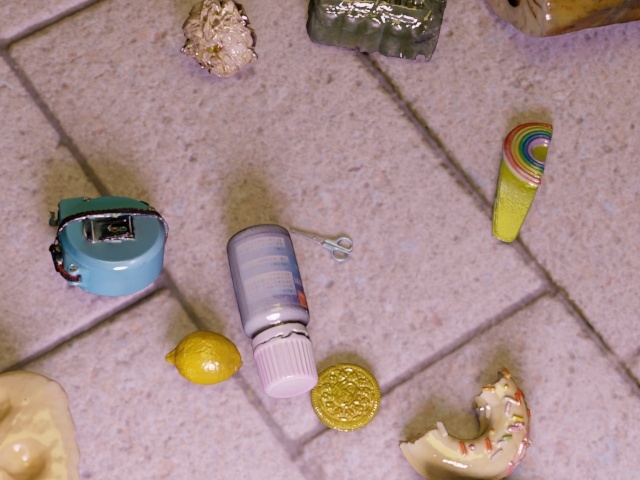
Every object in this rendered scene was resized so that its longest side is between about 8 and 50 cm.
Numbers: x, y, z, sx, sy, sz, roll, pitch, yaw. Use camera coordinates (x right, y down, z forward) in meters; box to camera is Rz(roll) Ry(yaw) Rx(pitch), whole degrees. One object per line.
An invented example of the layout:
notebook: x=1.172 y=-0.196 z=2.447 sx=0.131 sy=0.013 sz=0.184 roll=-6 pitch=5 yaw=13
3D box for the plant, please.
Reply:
plant: x=-0.126 y=-0.278 z=2.117 sx=0.104 sy=0.116 sz=0.122 roll=15 pitch=40 yaw=-13

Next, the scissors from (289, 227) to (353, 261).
scissors: x=0.000 y=0.000 z=2.030 sx=0.083 sy=0.006 sz=0.036 roll=23 pitch=60 yaw=7

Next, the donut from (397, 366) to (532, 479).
donut: x=0.183 y=0.229 z=1.892 sx=0.166 sy=0.065 sz=0.108 roll=-30 pitch=69 yaw=-20

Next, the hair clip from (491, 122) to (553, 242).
hair clip: x=0.252 y=-0.081 z=2.085 sx=0.060 sy=0.033 sz=0.188 roll=16 pitch=61 yaw=4

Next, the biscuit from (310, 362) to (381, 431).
biscuit: x=0.030 y=0.185 z=1.924 sx=0.084 sy=0.023 sz=0.084 roll=2 pitch=62 yaw=-3

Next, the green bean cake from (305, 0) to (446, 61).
green bean cake: x=0.080 y=-0.339 z=2.172 sx=0.181 sy=0.094 sz=0.173 roll=12 pitch=60 yaw=0

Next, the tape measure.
tape measure: x=-0.252 y=0.008 z=1.956 sx=0.146 sy=0.081 sz=0.125 roll=-4 pitch=45 yaw=-12

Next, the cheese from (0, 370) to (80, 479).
cheese: x=-0.381 y=0.305 z=1.769 sx=0.384 sy=0.104 sz=0.384 roll=2 pitch=62 yaw=-4

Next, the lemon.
lemon: x=-0.136 y=0.138 z=1.909 sx=0.092 sy=0.065 sz=0.065 roll=4 pitch=61 yaw=7

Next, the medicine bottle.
medicine bottle: x=-0.056 y=0.084 z=1.935 sx=0.083 sy=0.083 sz=0.203 roll=-7 pitch=63 yaw=-10

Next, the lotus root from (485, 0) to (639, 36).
lotus root: x=0.393 y=-0.410 z=2.174 sx=0.346 sy=0.250 sz=0.250 roll=-13 pitch=64 yaw=-18
